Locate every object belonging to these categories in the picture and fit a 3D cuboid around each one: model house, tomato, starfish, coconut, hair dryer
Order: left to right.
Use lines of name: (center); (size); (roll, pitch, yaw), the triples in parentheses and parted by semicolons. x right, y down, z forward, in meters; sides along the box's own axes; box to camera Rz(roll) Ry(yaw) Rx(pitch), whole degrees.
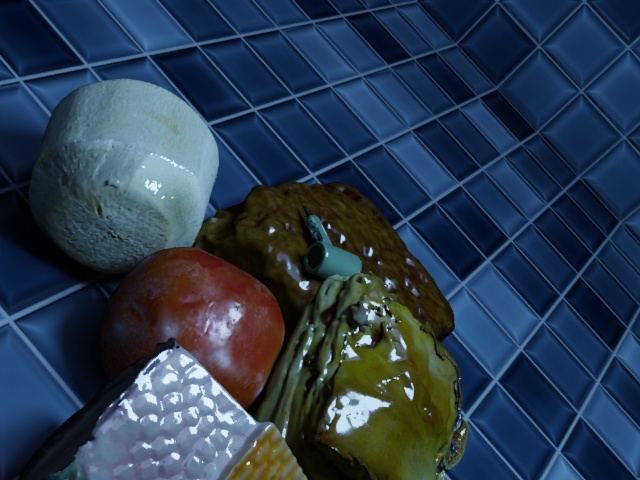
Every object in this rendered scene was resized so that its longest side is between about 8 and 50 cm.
coconut: (-0.256, -0.095, 1.464); (0.237, 0.237, 0.266); (32, 31, -22)
model house: (-0.167, 0.267, 1.124); (0.237, 0.237, 0.202); (45, 51, -8)
tomato: (-0.156, 0.118, 1.356); (0.232, 0.188, 0.232); (23, 43, -24)
hair dryer: (0.000, 0.000, 1.538); (0.071, 0.047, 0.150); (22, 26, -38)
starfish: (0.150, 0.303, 1.653); (0.216, 0.071, 0.238); (21, 27, -27)

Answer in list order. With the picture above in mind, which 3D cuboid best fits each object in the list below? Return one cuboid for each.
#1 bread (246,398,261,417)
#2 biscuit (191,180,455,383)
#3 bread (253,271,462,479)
bread: (-0.108, 0.232, 1.438); (0.047, 0.036, 0.083); (51, 32, 4)
biscuit: (0.012, 0.067, 1.667); (0.342, 0.166, 0.395); (54, 29, 12)
bread: (0.062, 0.234, 1.373); (0.277, 0.167, 0.324); (51, 54, -29)
